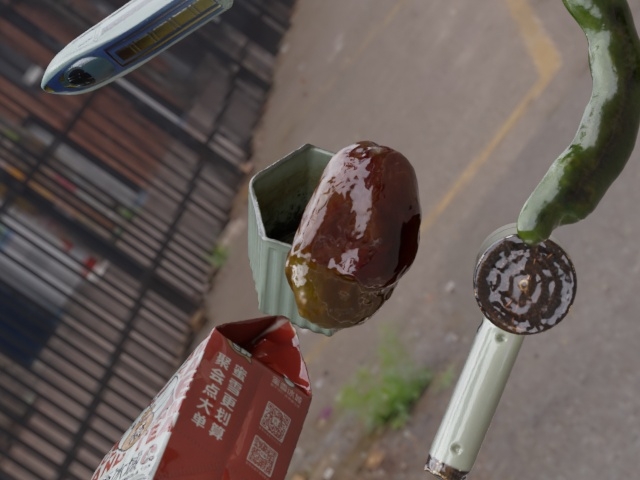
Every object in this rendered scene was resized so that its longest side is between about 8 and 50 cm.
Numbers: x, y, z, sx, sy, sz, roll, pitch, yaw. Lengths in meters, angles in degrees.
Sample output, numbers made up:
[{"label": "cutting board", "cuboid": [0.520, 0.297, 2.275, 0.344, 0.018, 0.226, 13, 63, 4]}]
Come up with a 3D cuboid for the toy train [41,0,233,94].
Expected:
[{"label": "toy train", "cuboid": [-0.189, -0.190, 1.505, 0.252, 0.055, 0.048, -28, 42, 33]}]

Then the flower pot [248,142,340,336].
[{"label": "flower pot", "cuboid": [0.000, 0.000, 2.340, 0.190, 0.209, 0.239, 95, 164, -50]}]

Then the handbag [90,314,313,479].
[{"label": "handbag", "cuboid": [-0.126, 0.206, 1.606, 0.171, 0.151, 0.298, -36, 24, 39]}]

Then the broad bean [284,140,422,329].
[{"label": "broad bean", "cuboid": [0.042, -0.003, 1.835, 0.122, 0.156, 0.229, 16, 85, 41]}]

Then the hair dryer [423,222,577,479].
[{"label": "hair dryer", "cuboid": [0.212, 0.155, 1.947, 0.203, 0.128, 0.362, -39, -30, -82]}]

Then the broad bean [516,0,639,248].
[{"label": "broad bean", "cuboid": [0.237, -0.139, 1.442, 0.049, 0.144, 0.292, 143, 125, -79]}]
